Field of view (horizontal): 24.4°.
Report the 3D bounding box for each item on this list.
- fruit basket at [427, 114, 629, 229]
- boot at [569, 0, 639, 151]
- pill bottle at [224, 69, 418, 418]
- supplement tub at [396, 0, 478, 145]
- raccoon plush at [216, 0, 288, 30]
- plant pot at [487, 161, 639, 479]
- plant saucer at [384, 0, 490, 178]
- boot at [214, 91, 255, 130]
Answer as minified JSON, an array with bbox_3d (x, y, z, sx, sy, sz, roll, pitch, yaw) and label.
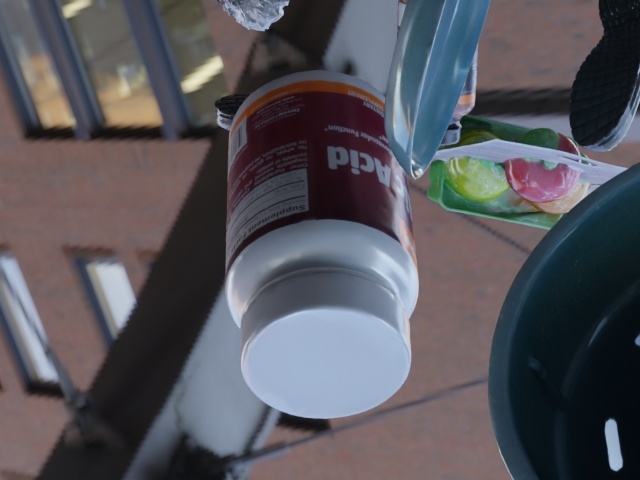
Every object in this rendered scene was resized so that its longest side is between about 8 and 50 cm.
[{"bbox_3d":[0.327,-0.121,2.285,0.327,0.165,0.353,10,169,-20],"label":"fruit basket"},{"bbox_3d":[0.358,-0.170,1.581,0.083,0.161,0.246,-12,-130,46],"label":"boot"},{"bbox_3d":[0.000,0.000,1.752,0.224,0.224,0.392,-12,-136,9],"label":"pill bottle"},{"bbox_3d":[0.147,-0.224,1.886,0.106,0.198,0.106,1,-164,0],"label":"supplement tub"},{"bbox_3d":[-0.247,-0.468,1.947,0.446,0.216,0.299,41,-153,19],"label":"raccoon plush"},{"bbox_3d":[0.321,0.155,0.971,0.341,0.334,0.341,-14,-132,16],"label":"plant pot"},{"bbox_3d":[0.123,-0.218,1.470,0.044,0.317,0.317,18,-145,10],"label":"plant saucer"},{"bbox_3d":[-0.033,-0.125,2.571,0.338,0.222,0.118,10,-152,-8],"label":"boot"}]
